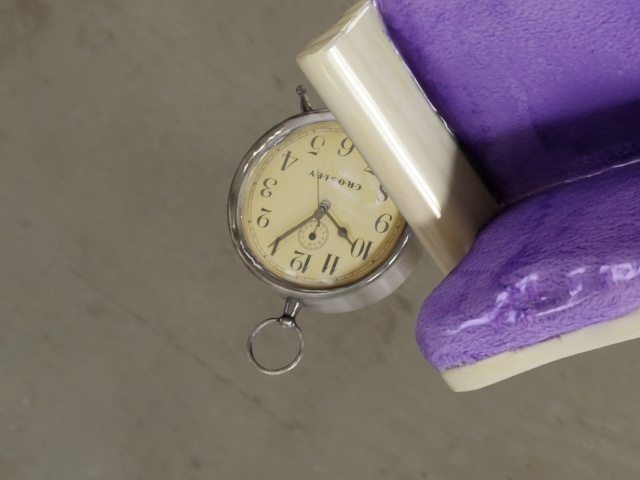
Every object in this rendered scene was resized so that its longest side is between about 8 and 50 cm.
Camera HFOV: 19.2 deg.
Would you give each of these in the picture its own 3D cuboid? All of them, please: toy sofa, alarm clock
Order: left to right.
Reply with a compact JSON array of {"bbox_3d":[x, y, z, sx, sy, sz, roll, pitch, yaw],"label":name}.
[{"bbox_3d":[0.000,0.000,1.247,0.129,0.064,0.192,19,76,19],"label":"alarm clock"},{"bbox_3d":[0.164,-0.077,0.737,0.362,0.150,0.177,-17,26,42],"label":"toy sofa"}]
